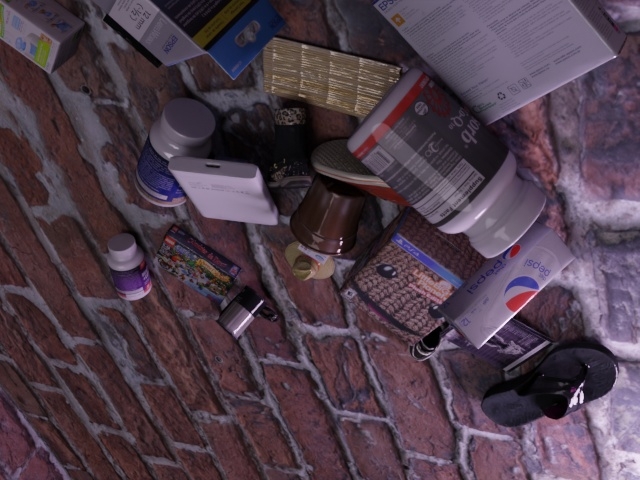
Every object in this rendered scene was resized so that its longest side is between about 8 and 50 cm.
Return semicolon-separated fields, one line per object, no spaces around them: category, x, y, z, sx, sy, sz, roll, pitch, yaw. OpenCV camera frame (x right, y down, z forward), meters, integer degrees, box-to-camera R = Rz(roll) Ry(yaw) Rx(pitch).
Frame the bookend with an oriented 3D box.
bookend;-0.365;-0.487;1.781;0.156;0.072;0.157;41;137;-11

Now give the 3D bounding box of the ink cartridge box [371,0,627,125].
ink cartridge box;0.304;-0.389;1.444;0.330;0.071;0.324;45;148;-14

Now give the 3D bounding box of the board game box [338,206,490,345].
board game box;0.222;0.078;1.923;0.232;0.141;0.291;35;139;-4

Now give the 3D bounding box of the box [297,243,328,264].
box;0.000;0.000;2.049;0.081;0.028;0.136;32;125;0

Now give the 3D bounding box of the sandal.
sandal;0.568;0.391;2.044;0.167;0.107;0.446;36;138;-5

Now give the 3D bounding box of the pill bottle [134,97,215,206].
pill bottle;-0.349;-0.212;1.977;0.153;0.153;0.265;33;139;-2

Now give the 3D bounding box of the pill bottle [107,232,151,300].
pill bottle;-0.568;0.075;2.420;0.108;0.108;0.194;15;136;18

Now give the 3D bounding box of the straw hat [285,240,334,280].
straw hat;-0.040;0.070;2.135;0.144;0.061;0.145;17;136;17

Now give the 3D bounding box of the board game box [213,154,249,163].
board game box;-0.215;-0.166;2.041;0.090;0.020;0.090;13;136;20

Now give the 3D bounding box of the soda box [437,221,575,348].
soda box;0.391;0.091;1.735;0.091;0.286;0.098;48;177;-18

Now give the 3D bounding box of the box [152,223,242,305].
box;-0.353;0.072;2.336;0.233;0.044;0.159;33;139;-1

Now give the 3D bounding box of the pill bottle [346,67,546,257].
pill bottle;0.247;-0.145;1.603;0.363;0.210;0.210;41;138;-5

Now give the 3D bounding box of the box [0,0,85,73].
box;-0.675;-0.509;1.922;0.203;0.103;0.114;36;138;-5

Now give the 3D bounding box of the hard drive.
hard drive;-0.221;-0.114;1.948;0.203;0.040;0.307;7;163;9

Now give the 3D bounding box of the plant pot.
plant pot;0.030;-0.081;1.884;0.167;0.167;0.165;27;130;5

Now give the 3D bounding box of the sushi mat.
sushi mat;0.021;-0.337;1.735;0.316;0.019;0.151;17;136;16

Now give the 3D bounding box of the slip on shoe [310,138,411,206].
slip on shoe;0.134;-0.137;1.794;0.331;0.123;0.101;15;140;12

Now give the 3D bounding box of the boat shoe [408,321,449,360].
boat shoe;0.273;0.255;2.117;0.077;0.070;0.219;26;138;6

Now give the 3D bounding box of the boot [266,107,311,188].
boot;-0.074;-0.208;1.864;0.236;0.085;0.179;-160;66;-74

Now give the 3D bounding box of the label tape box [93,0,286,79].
label tape box;-0.266;-0.468;1.604;0.347;0.249;0.115;43;137;-12

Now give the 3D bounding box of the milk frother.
milk frother;-0.204;0.222;2.323;0.143;0.135;0.129;43;168;-8

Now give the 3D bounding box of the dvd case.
dvd case;0.429;0.238;2.004;0.221;0.018;0.164;28;135;-16
